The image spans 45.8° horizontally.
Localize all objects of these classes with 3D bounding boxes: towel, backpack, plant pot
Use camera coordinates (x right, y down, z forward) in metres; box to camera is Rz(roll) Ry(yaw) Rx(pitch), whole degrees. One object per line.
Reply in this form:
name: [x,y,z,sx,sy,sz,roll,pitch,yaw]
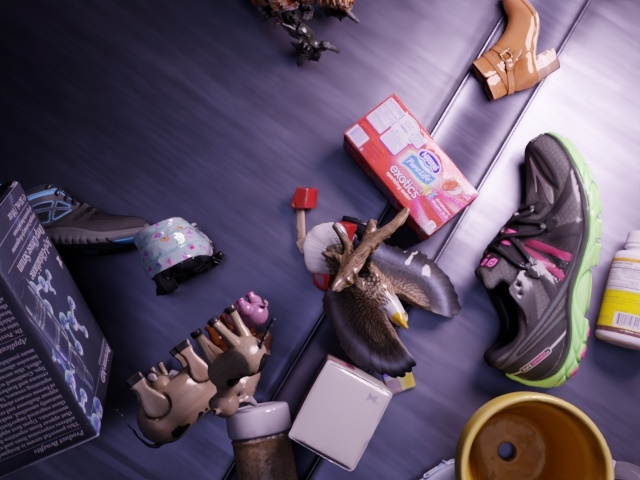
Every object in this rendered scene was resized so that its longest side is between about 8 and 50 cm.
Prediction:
towel: [0.147,0.255,1.477,0.060,0.009,0.083,-15,84,0]
backpack: [-0.278,0.026,1.425,0.151,0.182,0.115,-33,84,-2]
plant pot: [0.354,0.391,1.342,0.253,0.239,0.254,0,83,1]

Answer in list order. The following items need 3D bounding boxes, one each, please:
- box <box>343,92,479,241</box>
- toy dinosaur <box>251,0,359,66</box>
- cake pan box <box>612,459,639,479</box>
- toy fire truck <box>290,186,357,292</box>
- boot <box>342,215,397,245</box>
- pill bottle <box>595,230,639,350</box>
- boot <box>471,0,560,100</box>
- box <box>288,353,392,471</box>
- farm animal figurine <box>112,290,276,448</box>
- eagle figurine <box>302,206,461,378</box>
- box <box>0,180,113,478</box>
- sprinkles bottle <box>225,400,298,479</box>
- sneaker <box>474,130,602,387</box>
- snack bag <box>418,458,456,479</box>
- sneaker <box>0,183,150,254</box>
box: [0.170,-0.137,1.462,0.128,0.122,0.257,-39,85,-2]
toy dinosaur: [-0.051,-0.455,1.447,0.164,0.218,0.322,-43,42,12]
cake pan box: [0.540,0.535,1.360,0.245,0.070,0.267,29,57,4]
toy fire truck: [0.000,0.000,1.479,0.135,0.047,0.192,14,99,26]
boot: [0.086,0.013,1.490,0.121,0.045,0.099,20,89,4]
pill bottle: [0.600,0.095,1.430,0.117,0.117,0.215,16,84,3]
boot: [0.369,-0.389,1.513,0.152,0.073,0.197,-27,81,3]
box: [0.033,0.300,1.363,0.126,0.232,0.149,28,85,3]
farm animal figurine: [-0.193,0.246,1.328,0.326,0.330,0.172,-35,88,-4]
eagle figurine: [0.111,0.099,1.395,0.226,0.298,0.225,-13,57,21]
box: [-0.543,0.145,1.289,0.211,0.293,0.396,-22,113,-2]
sprinkles bottle: [-0.090,0.484,1.402,0.121,0.121,0.356,-10,84,0]
sneaker: [0.396,0.027,1.410,0.202,0.185,0.483,6,83,-2]
snack bag: [0.190,0.632,1.423,0.323,0.037,0.343,-28,84,-2]
sneaker: [-0.498,-0.047,1.469,0.340,0.125,0.140,2,76,-2]
